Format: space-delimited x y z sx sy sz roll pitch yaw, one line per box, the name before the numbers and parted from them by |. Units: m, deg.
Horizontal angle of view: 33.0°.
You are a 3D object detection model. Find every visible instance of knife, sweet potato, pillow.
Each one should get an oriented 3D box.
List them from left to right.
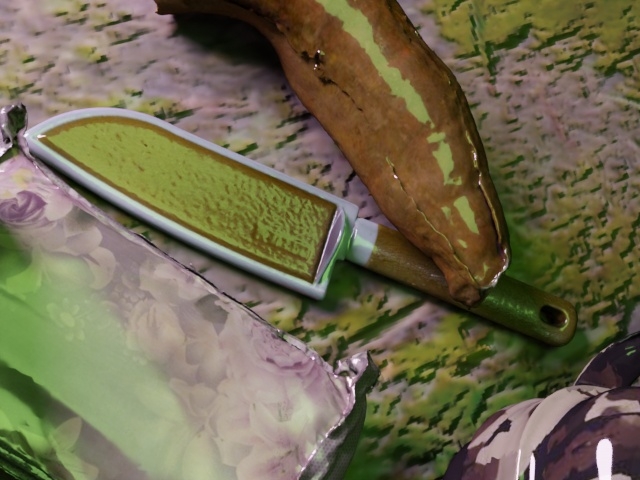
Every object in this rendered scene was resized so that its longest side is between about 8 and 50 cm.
pillow | -0.101 0.062 0.524 0.255 0.059 0.169 37 65 -7
knife | 0.000 0.001 0.603 0.343 0.027 0.061 23 71 -16
sweet potato | 0.011 -0.086 0.606 0.112 0.085 0.286 -39 94 -12

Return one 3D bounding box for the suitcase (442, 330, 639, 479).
suitcase | 0.228 0.199 0.555 0.351 0.194 0.339 12 64 -21
